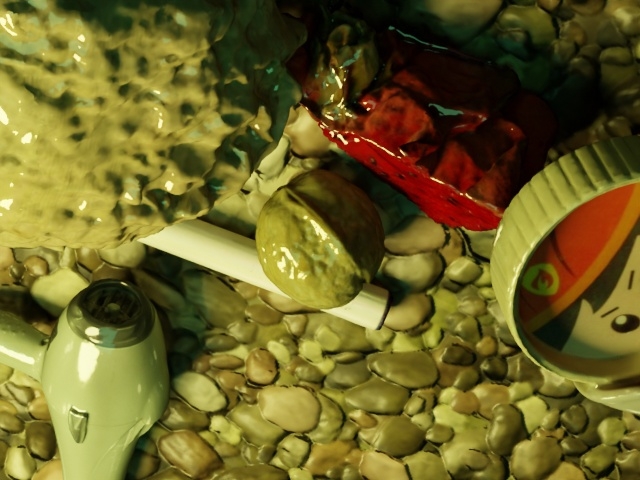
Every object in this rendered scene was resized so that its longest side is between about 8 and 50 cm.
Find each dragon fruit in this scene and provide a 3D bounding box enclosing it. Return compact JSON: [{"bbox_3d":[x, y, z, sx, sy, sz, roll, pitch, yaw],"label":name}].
[{"bbox_3d":[0.052,-0.087,0.867,0.192,0.122,0.092,31,82,-8],"label":"dragon fruit"}]

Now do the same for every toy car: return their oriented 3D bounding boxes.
[{"bbox_3d":[0.207,0.022,0.827,0.235,0.145,0.235,-4,125,-6],"label":"toy car"}]

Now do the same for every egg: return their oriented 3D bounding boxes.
[{"bbox_3d":[-0.162,-0.129,0.743,0.310,0.279,0.279,25,124,-26],"label":"egg"}]

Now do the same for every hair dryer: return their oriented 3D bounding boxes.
[{"bbox_3d":[-0.226,0.111,1.032,0.267,0.092,0.229,8,131,20],"label":"hair dryer"}]

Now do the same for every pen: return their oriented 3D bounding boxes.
[{"bbox_3d":[-0.078,0.002,0.949,0.269,0.033,0.033,20,123,-6],"label":"pen"}]

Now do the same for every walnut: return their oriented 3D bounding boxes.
[{"bbox_3d":[0.000,0.000,0.907,0.092,0.092,0.092,4,123,6],"label":"walnut"}]
